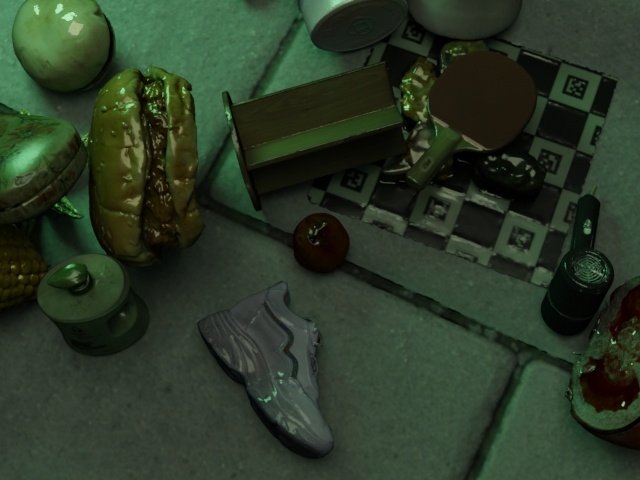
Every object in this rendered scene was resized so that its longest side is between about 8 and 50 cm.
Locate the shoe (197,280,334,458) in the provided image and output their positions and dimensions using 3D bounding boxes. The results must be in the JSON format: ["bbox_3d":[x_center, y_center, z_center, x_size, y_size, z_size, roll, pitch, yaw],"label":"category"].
[{"bbox_3d":[-0.042,0.165,1.616,0.137,0.095,0.245,-37,68,-9],"label":"shoe"}]

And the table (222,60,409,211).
[{"bbox_3d":[-0.002,-0.150,1.676,0.226,0.167,0.167,-16,71,0],"label":"table"}]

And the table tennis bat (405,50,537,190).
[{"bbox_3d":[0.197,-0.162,1.702,0.138,0.022,0.246,37,69,12],"label":"table tennis bat"}]

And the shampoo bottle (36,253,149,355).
[{"bbox_3d":[-0.290,0.076,1.574,0.118,0.234,0.087,-17,72,-5],"label":"shampoo bottle"}]

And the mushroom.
[{"bbox_3d":[-0.361,-0.287,1.768,0.154,0.122,0.154,5,100,28],"label":"mushroom"}]

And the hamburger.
[{"bbox_3d":[-0.232,-0.095,1.611,0.144,0.283,0.260,-5,88,-8],"label":"hamburger"}]

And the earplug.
[{"bbox_3d":[0.209,-0.437,1.696,0.172,0.301,0.172,0,57,0],"label":"earplug"}]

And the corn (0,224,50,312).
[{"bbox_3d":[-0.525,0.047,1.555,0.387,0.144,0.144,-13,67,-42],"label":"corn"}]

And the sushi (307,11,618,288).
[{"bbox_3d":[0.207,-0.154,1.741,0.359,0.064,0.343,21,72,7],"label":"sushi"}]

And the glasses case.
[{"bbox_3d":[-0.474,-0.101,1.612,0.425,0.098,0.156,7,45,38],"label":"glasses case"}]

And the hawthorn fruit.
[{"bbox_3d":[0.000,0.000,1.672,0.081,0.093,0.081,0,72,0],"label":"hawthorn fruit"}]

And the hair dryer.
[{"bbox_3d":[0.354,0.008,1.667,0.071,0.124,0.219,16,55,3],"label":"hair dryer"}]

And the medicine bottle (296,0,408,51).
[{"bbox_3d":[0.020,-0.415,1.785,0.152,0.152,0.254,-16,71,-5],"label":"medicine bottle"}]

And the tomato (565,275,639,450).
[{"bbox_3d":[0.433,0.172,1.579,0.155,0.181,0.214,29,95,-22],"label":"tomato"}]

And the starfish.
[{"bbox_3d":[-0.385,-0.101,1.731,0.176,0.053,0.208,-31,73,-9],"label":"starfish"}]
